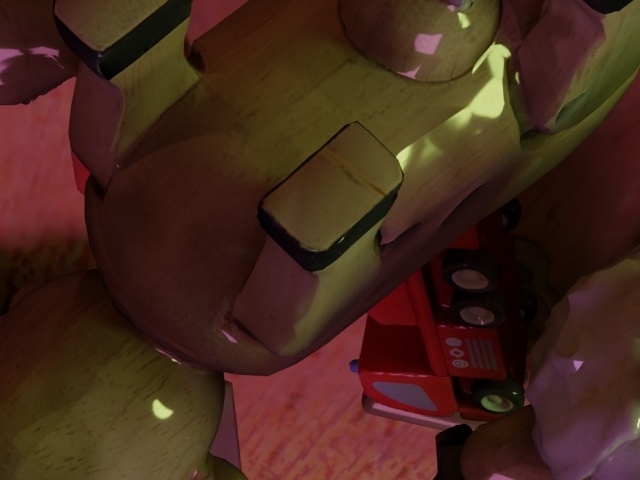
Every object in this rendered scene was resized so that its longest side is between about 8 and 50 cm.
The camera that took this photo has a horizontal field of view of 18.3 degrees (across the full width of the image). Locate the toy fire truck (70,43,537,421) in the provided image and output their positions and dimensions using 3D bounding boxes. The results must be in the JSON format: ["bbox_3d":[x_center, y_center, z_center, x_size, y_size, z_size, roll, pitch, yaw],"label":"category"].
[{"bbox_3d":[0.000,0.000,0.689,0.135,0.047,0.192,3,148,14],"label":"toy fire truck"}]

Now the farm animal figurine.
[{"bbox_3d":[-0.048,-0.017,0.515,0.326,0.330,0.172,-24,162,-12],"label":"farm animal figurine"}]

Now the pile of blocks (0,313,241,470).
[{"bbox_3d":[-0.216,0.050,0.821,0.362,0.149,0.113,-4,108,3],"label":"pile of blocks"}]

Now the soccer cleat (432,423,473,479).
[{"bbox_3d":[0.079,0.140,0.653,0.116,0.143,0.331,-13,180,11],"label":"soccer cleat"}]

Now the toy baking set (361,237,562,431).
[{"bbox_3d":[0.138,0.060,0.797,0.256,0.030,0.197,2,151,10],"label":"toy baking set"}]
